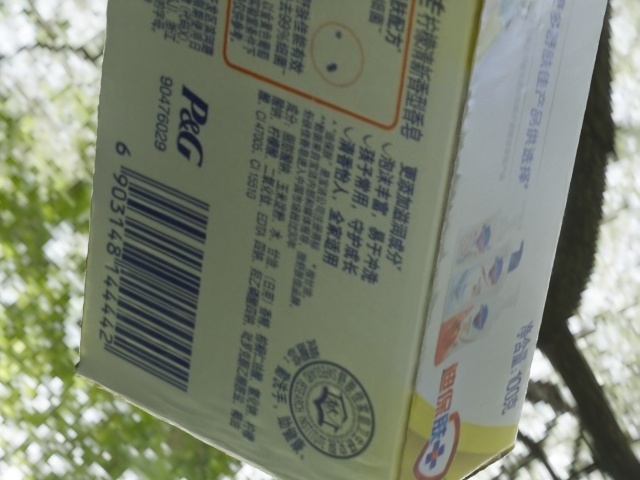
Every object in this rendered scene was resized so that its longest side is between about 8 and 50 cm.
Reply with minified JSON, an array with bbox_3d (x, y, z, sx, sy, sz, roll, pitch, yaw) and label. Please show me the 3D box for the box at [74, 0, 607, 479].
[{"bbox_3d":[0.005,-0.041,0.712,0.168,0.265,0.097,22,-150,30],"label":"box"}]
